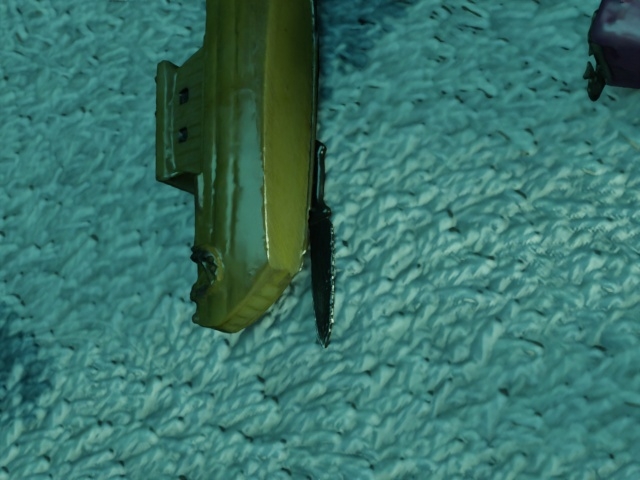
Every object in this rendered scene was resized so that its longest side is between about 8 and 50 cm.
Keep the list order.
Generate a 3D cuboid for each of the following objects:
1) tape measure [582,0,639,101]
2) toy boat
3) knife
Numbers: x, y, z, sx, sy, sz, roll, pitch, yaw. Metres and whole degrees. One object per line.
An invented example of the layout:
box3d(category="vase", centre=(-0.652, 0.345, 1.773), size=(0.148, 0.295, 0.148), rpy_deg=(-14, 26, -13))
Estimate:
box3d(category="tape measure", centre=(0.316, -0.178, 0.729), size=(0.231, 0.149, 0.245), rpy_deg=(18, 85, 24))
box3d(category="toy boat", centre=(-0.073, -0.087, 0.891), size=(0.121, 0.089, 0.321), rpy_deg=(-5, 76, 27))
box3d(category="knife", centre=(0.000, 0.000, 0.885), size=(0.023, 0.010, 0.170), rpy_deg=(-8, 77, 25))
